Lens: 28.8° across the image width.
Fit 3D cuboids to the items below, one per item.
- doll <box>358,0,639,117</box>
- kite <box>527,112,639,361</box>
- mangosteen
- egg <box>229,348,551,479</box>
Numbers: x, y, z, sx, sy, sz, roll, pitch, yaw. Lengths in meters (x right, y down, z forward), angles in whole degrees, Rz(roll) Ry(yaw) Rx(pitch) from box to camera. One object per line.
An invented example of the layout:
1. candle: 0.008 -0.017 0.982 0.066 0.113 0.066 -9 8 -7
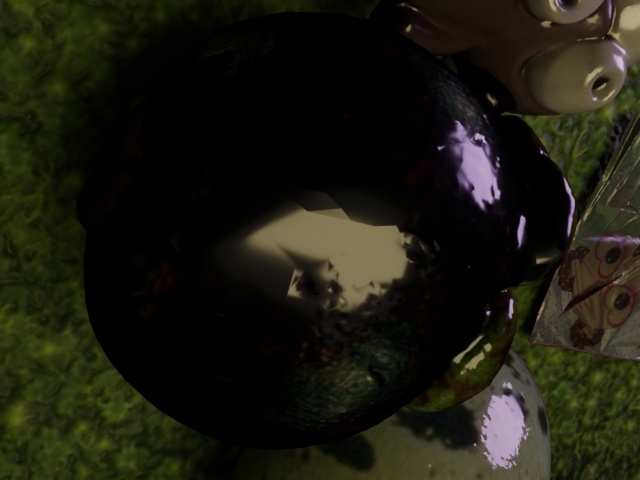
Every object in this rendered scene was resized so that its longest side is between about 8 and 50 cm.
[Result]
1. doll: 0.097 -0.159 0.649 0.182 0.117 0.257 -48 124 -7
2. kite: 0.240 0.003 0.867 0.250 0.012 0.229 -33 127 -12
3. mangosteen: 0.000 0.000 0.607 0.243 0.243 0.243 -12 117 -24
4. egg: 0.046 0.149 0.729 0.228 0.177 0.177 -47 127 -19
